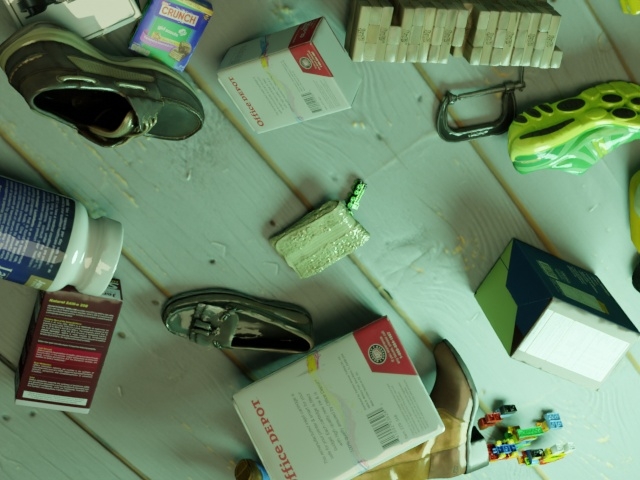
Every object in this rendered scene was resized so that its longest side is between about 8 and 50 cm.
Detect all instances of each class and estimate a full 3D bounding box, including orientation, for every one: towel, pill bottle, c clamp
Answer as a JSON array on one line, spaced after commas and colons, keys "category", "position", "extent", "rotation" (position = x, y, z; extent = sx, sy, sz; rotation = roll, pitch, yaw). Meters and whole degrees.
[{"category": "towel", "position": [0.000, 0.000, 2.011], "extent": [0.148, 0.027, 0.110], "rotation": [-32, 124, 18]}, {"category": "pill bottle", "position": [-0.449, -0.008, 1.834], "extent": [0.265, 0.153, 0.153], "rotation": [18, 114, -22]}, {"category": "c clamp", "position": [0.263, -0.226, 1.959], "extent": [0.161, 0.022, 0.137], "rotation": [-16, 128, -6]}]

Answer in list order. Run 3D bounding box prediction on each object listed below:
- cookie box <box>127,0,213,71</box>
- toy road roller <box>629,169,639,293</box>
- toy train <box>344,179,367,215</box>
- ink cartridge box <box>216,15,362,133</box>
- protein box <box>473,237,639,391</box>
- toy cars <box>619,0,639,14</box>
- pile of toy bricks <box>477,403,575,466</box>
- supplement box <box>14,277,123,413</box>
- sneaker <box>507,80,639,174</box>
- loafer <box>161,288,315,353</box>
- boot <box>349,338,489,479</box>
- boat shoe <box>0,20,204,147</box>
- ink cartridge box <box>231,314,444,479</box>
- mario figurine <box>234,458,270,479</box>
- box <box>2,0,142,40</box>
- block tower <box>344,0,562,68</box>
[{"category": "cookie box", "position": [-0.223, -0.318, 1.771], "extent": [0.092, 0.040, 0.107], "rotation": [21, 113, -23]}, {"category": "toy road roller", "position": [0.695, 0.000, 2.099], "extent": [0.241, 0.202, 0.329], "rotation": [-26, 129, -12]}, {"category": "toy train", "position": [0.055, -0.065, 2.004], "extent": [0.024, 0.017, 0.083], "rotation": [13, 116, -31]}, {"category": "ink cartridge box", "position": [-0.048, -0.246, 1.794], "extent": [0.175, 0.072, 0.127], "rotation": [-12, 129, 31]}, {"category": "protein box", "position": [0.413, 0.130, 2.098], "extent": [0.201, 0.199, 0.136], "rotation": [23, 113, -25]}, {"category": "toy cars", "position": [0.659, -0.404, 1.908], "extent": [0.394, 0.087, 0.176], "rotation": [9, 118, -19]}, {"category": "pile of toy bricks", "position": [0.376, 0.391, 2.317], "extent": [0.212, 0.118, 0.105], "rotation": [1, 149, -33]}, {"category": "supplement box", "position": [-0.423, 0.169, 1.993], "extent": [0.130, 0.073, 0.239], "rotation": [12, 118, -21]}, {"category": "sneaker", "position": [0.447, -0.182, 1.995], "extent": [0.296, 0.109, 0.123], "rotation": [-12, 145, -9]}, {"category": "loafer", "position": [-0.135, 0.145, 2.042], "extent": [0.268, 0.084, 0.096], "rotation": [6, 117, -17]}, {"category": "boot", "position": [0.149, 0.334, 2.187], "extent": [0.281, 0.096, 0.264], "rotation": [-14, 108, -8]}, {"category": "boat shoe", "position": [-0.305, -0.192, 1.716], "extent": [0.132, 0.130, 0.355], "rotation": [-36, 148, 30]}, {"category": "ink cartridge box", "position": [0.031, 0.296, 2.081], "extent": [0.306, 0.131, 0.226], "rotation": [-26, 85, 1]}, {"category": "mario figurine", "position": [0.006, 0.485, 2.225], "extent": [0.320, 0.170, 0.198], "rotation": [37, 121, -25]}, {"category": "box", "position": [-0.384, -0.412, 1.648], "extent": [0.169, 0.087, 0.290], "rotation": [-25, 122, 2]}, {"category": "block tower", "position": [0.207, -0.328, 1.841], "extent": [0.336, 0.091, 0.097], "rotation": [1, 120, -15]}]
